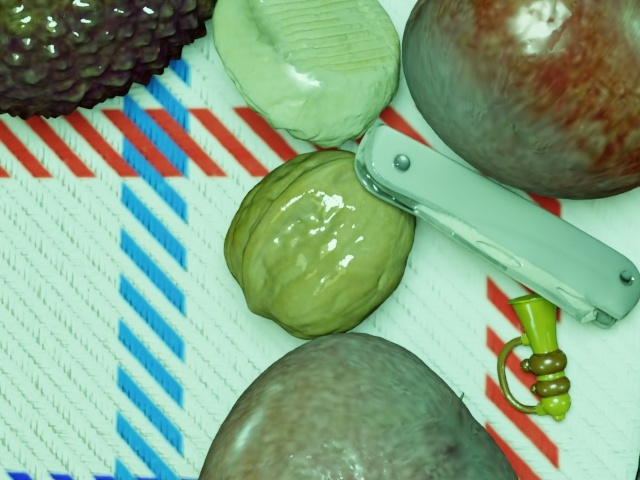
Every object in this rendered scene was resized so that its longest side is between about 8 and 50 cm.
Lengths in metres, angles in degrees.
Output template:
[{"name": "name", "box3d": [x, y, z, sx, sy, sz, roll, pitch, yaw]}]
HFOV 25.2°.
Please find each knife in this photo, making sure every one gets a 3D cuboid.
[{"name": "knife", "box3d": [0.144, -0.008, 1.160, 0.265, 0.040, 0.073, 31, 58, -12]}]

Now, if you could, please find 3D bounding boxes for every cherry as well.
[{"name": "cherry", "box3d": [0.024, 0.213, 1.119, 0.261, 0.307, 0.221, 51, 139, 5]}, {"name": "cherry", "box3d": [0.179, -0.128, 1.124, 0.206, 0.239, 0.239, -27, 81, -14]}]

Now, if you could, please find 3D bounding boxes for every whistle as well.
[{"name": "whistle", "box3d": [0.179, 0.099, 1.205, 0.057, 0.046, 0.109, -6, 92, -3]}]

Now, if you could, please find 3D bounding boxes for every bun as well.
[{"name": "bun", "box3d": [-0.016, -0.158, 1.206, 0.188, 0.164, 0.111, 53, 133, 16]}]

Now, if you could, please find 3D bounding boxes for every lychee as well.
[{"name": "lychee", "box3d": [-0.212, -0.229, 1.210, 0.271, 0.271, 0.271, -1, 87, 12]}]

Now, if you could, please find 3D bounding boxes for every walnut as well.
[{"name": "walnut", "box3d": [0.000, 0.000, 1.196, 0.166, 0.149, 0.166, -10, 58, 18]}]

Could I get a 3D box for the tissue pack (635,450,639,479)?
[{"name": "tissue pack", "box3d": [0.372, 0.215, 1.122, 0.259, 0.122, 0.361, 8, 87, 10]}]
